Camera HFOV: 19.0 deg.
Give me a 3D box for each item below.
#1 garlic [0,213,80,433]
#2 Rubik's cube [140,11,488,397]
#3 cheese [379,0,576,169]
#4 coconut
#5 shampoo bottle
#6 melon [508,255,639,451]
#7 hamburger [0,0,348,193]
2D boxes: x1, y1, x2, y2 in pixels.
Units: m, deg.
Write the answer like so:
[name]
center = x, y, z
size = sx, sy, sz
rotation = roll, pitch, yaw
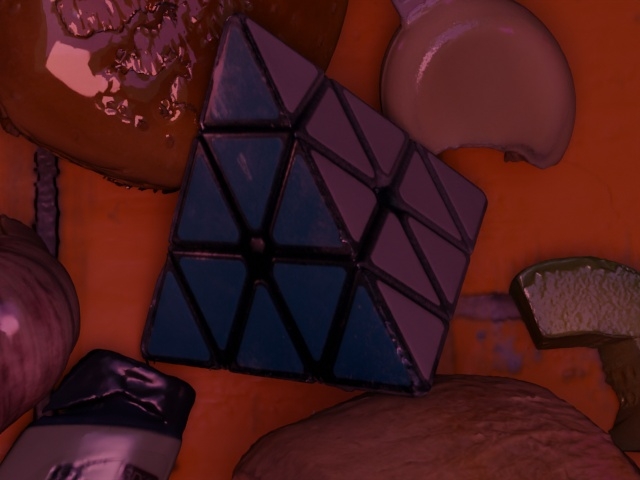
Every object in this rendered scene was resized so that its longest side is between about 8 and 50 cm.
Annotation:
[garlic]
center = -0.293, 0.116, 1.431
size = 0.245, 0.245, 0.253
rotation = -10, 115, -12
[Rubik's cube]
center = -0.001, 0.002, 1.453
size = 0.229, 0.228, 0.233
rotation = 19, 74, 3
[cheese]
center = 0.120, -0.167, 1.552
size = 0.163, 0.071, 0.249
rotation = -14, 111, -11
[coconut]
center = 0.112, 0.285, 1.382
size = 0.404, 0.404, 0.405
rotation = 2, 81, -10
[shampoo bottle]
center = -0.218, 0.257, 1.471
size = 0.134, 0.078, 0.359
rotation = 22, 78, -3
[melon]
center = 0.250, 0.096, 1.591
size = 0.118, 0.064, 0.209
rotation = -29, 90, -14
[hamburger]
center = -0.125, -0.195, 1.517
size = 0.284, 0.174, 0.304
rotation = 23, 85, -18
